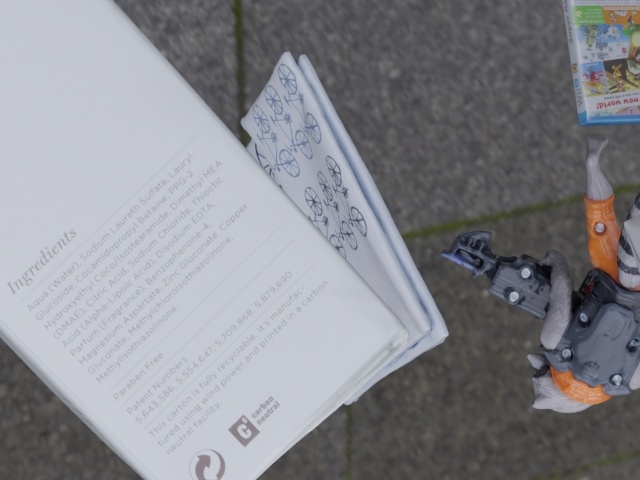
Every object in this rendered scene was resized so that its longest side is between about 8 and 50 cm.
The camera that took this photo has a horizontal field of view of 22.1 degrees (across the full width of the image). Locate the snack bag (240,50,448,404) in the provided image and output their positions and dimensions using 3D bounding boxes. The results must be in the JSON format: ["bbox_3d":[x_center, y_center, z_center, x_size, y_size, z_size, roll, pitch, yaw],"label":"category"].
[{"bbox_3d":[0.000,0.000,1.734,0.037,0.323,0.342,-24,171,-21],"label":"snack bag"}]

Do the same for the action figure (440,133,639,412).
[{"bbox_3d":[0.302,0.051,1.904,0.341,0.178,0.330,19,112,8],"label":"action figure"}]

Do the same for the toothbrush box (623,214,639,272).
[{"bbox_3d":[0.363,0.038,0.981,0.295,0.126,0.216,-23,124,11],"label":"toothbrush box"}]

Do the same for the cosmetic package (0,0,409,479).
[{"bbox_3d":[-0.156,-0.050,0.861,0.156,0.217,0.385,-43,105,-9],"label":"cosmetic package"}]

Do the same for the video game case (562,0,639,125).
[{"bbox_3d":[0.239,-0.172,1.255,0.119,0.015,0.166,-4,82,-25],"label":"video game case"}]
